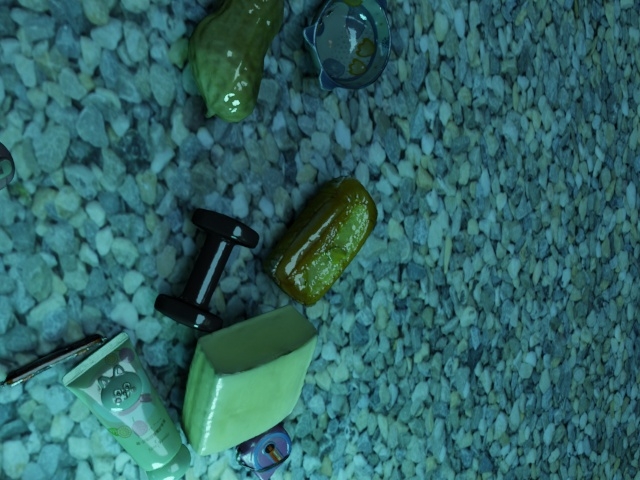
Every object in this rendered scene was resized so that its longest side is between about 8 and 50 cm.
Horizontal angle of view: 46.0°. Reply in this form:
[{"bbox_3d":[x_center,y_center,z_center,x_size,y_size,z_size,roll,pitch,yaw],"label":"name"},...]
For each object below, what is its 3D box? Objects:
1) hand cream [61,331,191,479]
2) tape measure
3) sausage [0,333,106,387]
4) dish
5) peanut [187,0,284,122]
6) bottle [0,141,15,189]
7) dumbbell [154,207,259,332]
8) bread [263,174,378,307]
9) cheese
[{"bbox_3d":[-0.356,0.336,1.450,0.147,0.093,0.306,-39,112,-27],"label":"hand cream"},{"bbox_3d":[-0.127,0.456,1.655,0.125,0.074,0.118,-42,128,-18],"label":"tape measure"},{"bbox_3d":[-0.477,0.215,1.356,0.198,0.025,0.028,-25,142,-31],"label":"sausage"},{"bbox_3d":[0.041,-0.432,1.585,0.236,0.086,0.228,-38,119,-25],"label":"dish"},{"bbox_3d":[-0.161,-0.371,1.402,0.159,0.143,0.291,23,83,-49],"label":"peanut"},{"bbox_3d":[-0.575,-0.078,1.142,0.233,0.110,0.110,-41,123,-40],"label":"bottle"},{"bbox_3d":[-0.218,0.059,1.454,0.124,0.140,0.225,61,52,-80],"label":"dumbbell"},{"bbox_3d":[0.000,0.000,1.628,0.288,0.119,0.152,-52,122,-18],"label":"bread"},{"bbox_3d":[-0.145,0.281,1.502,0.242,0.124,0.265,-15,137,-34],"label":"cheese"}]
